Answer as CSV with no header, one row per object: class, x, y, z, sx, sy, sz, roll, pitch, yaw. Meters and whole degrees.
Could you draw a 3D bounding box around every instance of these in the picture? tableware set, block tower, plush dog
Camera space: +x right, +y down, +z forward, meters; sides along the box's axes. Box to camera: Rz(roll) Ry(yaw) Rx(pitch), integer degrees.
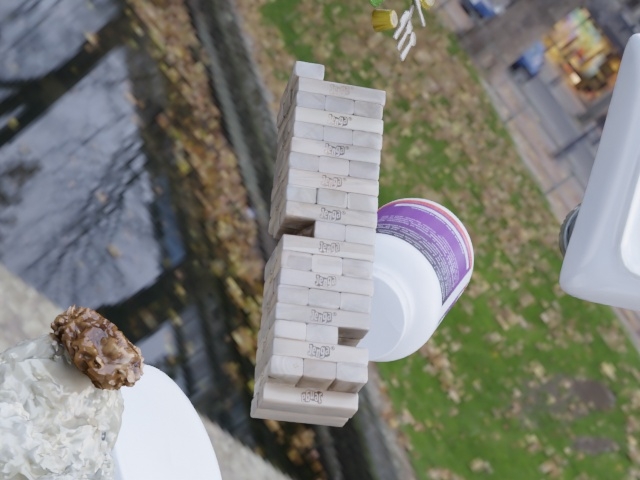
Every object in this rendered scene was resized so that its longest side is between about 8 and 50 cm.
tableware set,0.079,-0.252,1.280,0.154,0.024,0.104,-62,141,-43
block tower,0.000,0.000,1.249,0.097,0.091,0.335,8,66,-12
plush dog,-0.208,0.151,0.817,0.211,0.262,0.225,37,37,4

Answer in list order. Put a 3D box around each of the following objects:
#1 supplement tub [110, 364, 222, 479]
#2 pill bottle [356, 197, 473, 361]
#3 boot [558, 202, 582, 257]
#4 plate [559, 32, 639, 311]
supplement tub,-0.281,0.268,1.285,0.235,0.325,0.235,56,20,-32
pill bottle,0.099,0.058,1.857,0.181,0.181,0.323,53,23,0
boot,0.382,-0.050,1.467,0.076,0.190,0.208,54,-26,-7
plate,0.410,-0.043,1.338,0.277,0.278,0.045,14,7,-8
